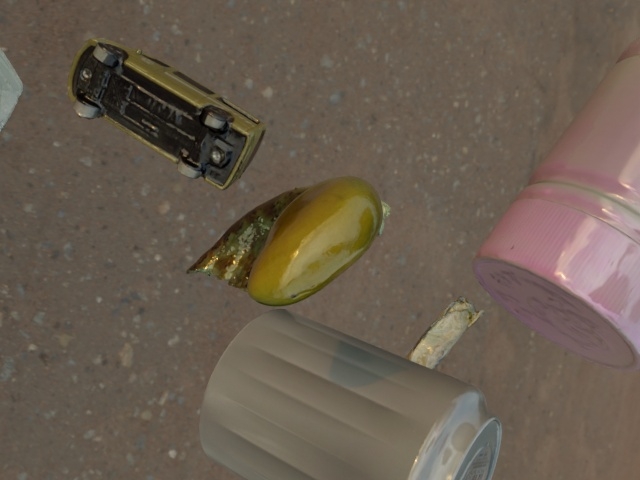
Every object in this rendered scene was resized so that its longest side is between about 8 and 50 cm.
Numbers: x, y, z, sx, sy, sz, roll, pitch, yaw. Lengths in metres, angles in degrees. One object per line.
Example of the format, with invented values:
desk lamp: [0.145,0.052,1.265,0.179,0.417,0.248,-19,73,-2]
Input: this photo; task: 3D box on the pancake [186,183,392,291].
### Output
pancake: [-0.062,0.005,1.083,0.054,0.377,0.197,34,43,-43]

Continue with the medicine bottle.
medicine bottle: [0.328,-0.043,0.748,0.315,0.202,0.202,-51,137,-10]

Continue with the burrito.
burrito: [0.217,0.201,1.349,0.229,0.058,0.063,-46,144,-7]

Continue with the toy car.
toy car: [-0.202,-0.175,0.950,0.101,0.257,0.124,-59,178,23]

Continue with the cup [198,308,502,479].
cup: [0.040,0.286,0.932,0.237,0.327,0.322,-36,136,-46]

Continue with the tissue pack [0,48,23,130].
tissue pack: [-0.377,-0.151,0.654,0.103,0.170,0.090,69,32,-51]

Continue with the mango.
mango: [0.003,-0.002,0.695,0.085,0.122,0.191,57,24,-16]
